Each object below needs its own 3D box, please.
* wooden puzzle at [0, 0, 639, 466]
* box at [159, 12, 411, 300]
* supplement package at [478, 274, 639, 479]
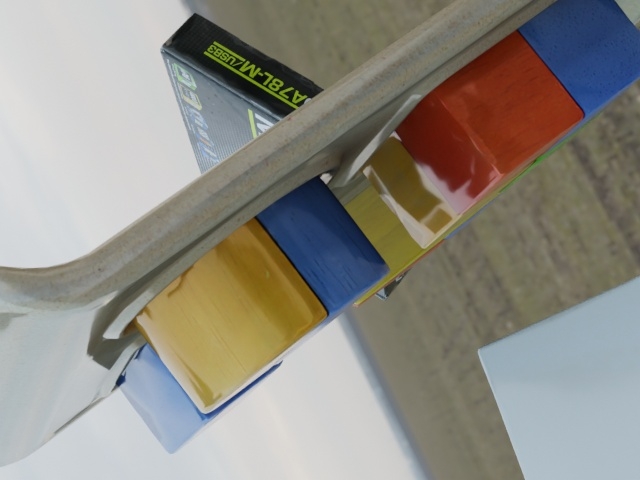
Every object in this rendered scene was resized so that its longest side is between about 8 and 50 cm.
[{"bbox_3d":[0.000,0.000,0.652,0.080,0.348,0.322,56,157,6],"label":"wooden puzzle"},{"bbox_3d":[-0.020,-0.057,1.070,0.184,0.045,0.190,35,160,22],"label":"box"},{"bbox_3d":[0.238,0.131,0.650,0.198,0.199,0.262,3,-116,-53],"label":"supplement package"}]
